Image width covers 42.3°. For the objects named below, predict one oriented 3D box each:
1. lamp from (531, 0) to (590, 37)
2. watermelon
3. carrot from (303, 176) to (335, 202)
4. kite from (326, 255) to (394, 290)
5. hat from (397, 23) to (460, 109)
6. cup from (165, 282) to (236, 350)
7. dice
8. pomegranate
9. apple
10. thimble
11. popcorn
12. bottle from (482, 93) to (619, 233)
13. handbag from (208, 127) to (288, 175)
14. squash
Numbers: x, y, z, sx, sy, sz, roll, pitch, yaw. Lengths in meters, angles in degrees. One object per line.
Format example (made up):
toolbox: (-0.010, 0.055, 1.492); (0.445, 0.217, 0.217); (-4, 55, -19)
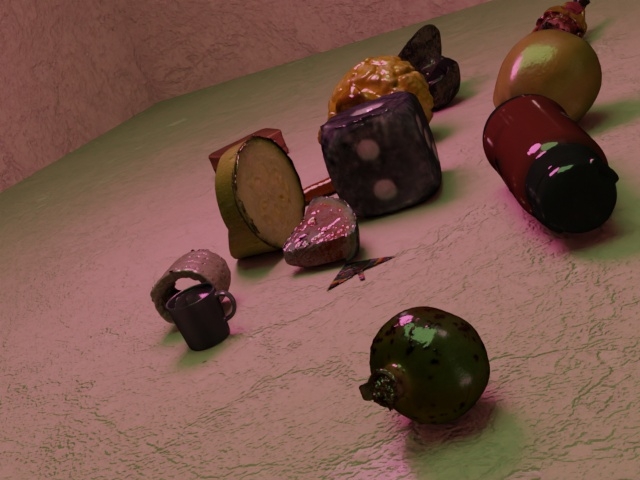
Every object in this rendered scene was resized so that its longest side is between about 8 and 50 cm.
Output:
lamp: (0.623, -0.552, 2.121); (0.118, 0.118, 0.253); (-8, 24, 34)
watermelon: (0.000, 0.000, 1.381); (0.139, 0.071, 0.187); (-31, 29, -7)
carrot: (0.052, -0.131, 1.706); (0.248, 0.043, 0.043); (-25, 19, -7)
kite: (0.057, 0.045, 1.284); (0.122, 0.004, 0.090); (-24, 19, -8)
hat: (0.269, -0.393, 2.018); (0.128, 0.265, 0.265); (30, 46, 24)
cup: (-0.170, 0.112, 1.235); (0.100, 0.077, 0.078); (-17, 20, 15)
dice: (0.112, -0.158, 1.502); (0.181, 0.183, 0.182); (-17, 19, 19)
pomegranate: (0.106, 0.124, 0.834); (0.130, 0.130, 0.130); (-19, 19, 7)
apple: (0.418, -0.288, 1.526); (0.200, 0.200, 0.200); (-19, 19, 7)
thimble: (-0.206, 0.075, 1.333); (0.115, 0.102, 0.090); (-8, 21, 15)
popcorn: (0.113, -0.276, 1.803); (0.251, 0.206, 0.237); (-41, 38, -18)
bottle: (0.332, -0.113, 1.200); (0.144, 0.144, 0.336); (-19, 19, 8)
handbag: (-0.184, -0.230, 2.177); (0.193, 0.072, 0.151); (-29, 20, -25)
squash: (-0.129, -0.080, 1.495); (0.133, 0.220, 0.220); (-8, 23, 26)
